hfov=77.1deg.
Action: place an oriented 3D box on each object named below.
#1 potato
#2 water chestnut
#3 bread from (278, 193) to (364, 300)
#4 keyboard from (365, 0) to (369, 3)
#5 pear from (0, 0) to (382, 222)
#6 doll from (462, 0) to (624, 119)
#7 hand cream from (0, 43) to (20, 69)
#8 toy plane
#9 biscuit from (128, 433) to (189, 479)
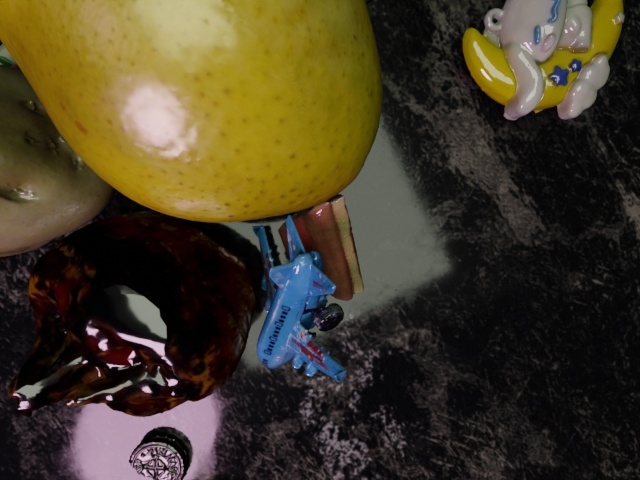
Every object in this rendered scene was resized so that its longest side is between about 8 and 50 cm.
[{"bbox_3d":[-0.422,-0.097,0.503,0.327,0.221,0.243,8,63,31],"label":"potato"},{"bbox_3d":[-0.231,0.094,0.523,0.290,0.244,0.288,0,89,5],"label":"water chestnut"},{"bbox_3d":[0.001,0.000,0.596,0.119,0.192,0.067,19,50,30],"label":"bread"},{"bbox_3d":[-0.008,-0.430,0.628,0.198,0.010,0.063,41,92,-3],"label":"keyboard"},{"bbox_3d":[-0.122,-0.205,0.465,0.419,0.362,0.362,25,91,-20],"label":"pear"},{"bbox_3d":[0.328,-0.307,0.598,0.238,0.111,0.251,10,101,-2],"label":"doll"},{"bbox_3d":[-0.437,-0.276,0.590,0.234,0.080,0.050,-38,96,4],"label":"hand cream"},{"bbox_3d":[-0.039,0.102,0.563,0.105,0.271,0.254,-17,53,-24],"label":"toy plane"},{"bbox_3d":[-0.256,0.354,0.641,0.087,0.027,0.089,-23,93,-2],"label":"biscuit"}]
